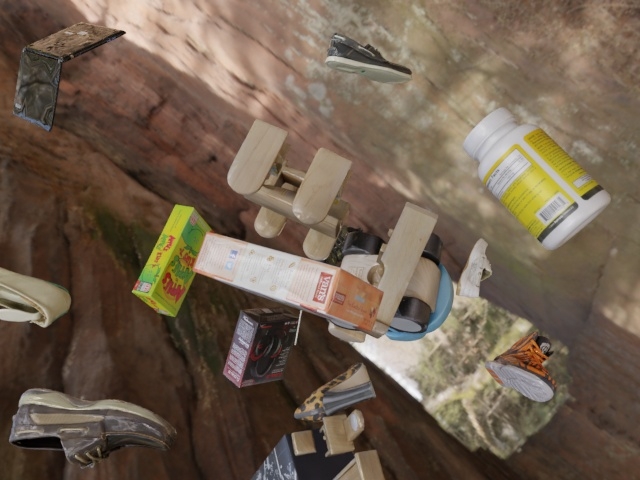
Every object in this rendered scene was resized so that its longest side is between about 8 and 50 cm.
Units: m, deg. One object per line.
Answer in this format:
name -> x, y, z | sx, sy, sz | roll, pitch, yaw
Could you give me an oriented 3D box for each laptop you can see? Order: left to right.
laptop -> -0.606, -0.401, 1.475 | 0.234, 0.264, 0.137 | 25, 142, 40

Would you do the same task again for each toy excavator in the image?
toy excavator -> 0.156, 0.176, 1.599 | 0.432, 0.222, 0.445 | 0, 151, 30

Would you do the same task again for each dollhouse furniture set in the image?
dollhouse furniture set -> -0.069, 0.486, 1.162 | 0.174, 0.355, 0.303 | 115, 147, -50
dollhouse furniture set -> 0.000, 0.000, 1.266 | 0.394, 0.257, 0.362 | 24, 169, 6

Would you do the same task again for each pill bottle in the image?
pill bottle -> 0.505, -0.155, 1.477 | 0.334, 0.188, 0.188 | 52, 179, 18

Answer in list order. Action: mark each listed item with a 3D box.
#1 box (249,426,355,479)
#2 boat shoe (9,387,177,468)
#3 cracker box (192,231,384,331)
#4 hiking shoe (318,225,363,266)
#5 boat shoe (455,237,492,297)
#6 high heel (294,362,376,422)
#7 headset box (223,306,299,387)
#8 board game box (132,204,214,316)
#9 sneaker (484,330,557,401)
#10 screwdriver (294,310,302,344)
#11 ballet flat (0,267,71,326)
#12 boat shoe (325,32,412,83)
box -> -0.026, 0.699, 1.595 | 0.178, 0.343, 0.313 | -1, -128, -27
boat shoe -> -0.468, 0.402, 1.262 | 0.355, 0.130, 0.132 | 4, 144, 14
cracker box -> -0.045, 0.060, 0.890 | 0.232, 0.067, 0.155 | 13, 170, 31
hiking shoe -> 0.054, 0.019, 1.813 | 0.114, 0.227, 0.086 | -4, 125, 23
boat shoe -> 0.573, 0.107, 2.233 | 0.096, 0.277, 0.098 | 18, 142, 17
high heel -> 0.030, 0.362, 1.460 | 0.261, 0.186, 0.093 | 78, 173, -85
headset box -> -0.219, 0.403, 2.274 | 0.218, 0.293, 0.110 | 3, -160, -47
board game box -> -0.264, 0.037, 1.125 | 0.043, 0.181, 0.092 | 10, 154, 23
sneaker -> 0.606, 0.343, 1.762 | 0.125, 0.180, 0.321 | 52, 171, -7
screwdriver -> -0.051, 0.193, 1.622 | 0.024, 0.170, 0.025 | 10, 176, -9
ballet flat -> -0.519, 0.073, 0.956 | 0.248, 0.086, 0.086 | 19, 178, -5
boat shoe -> 0.124, -0.428, 1.465 | 0.233, 0.079, 0.084 | 10, 173, -26
